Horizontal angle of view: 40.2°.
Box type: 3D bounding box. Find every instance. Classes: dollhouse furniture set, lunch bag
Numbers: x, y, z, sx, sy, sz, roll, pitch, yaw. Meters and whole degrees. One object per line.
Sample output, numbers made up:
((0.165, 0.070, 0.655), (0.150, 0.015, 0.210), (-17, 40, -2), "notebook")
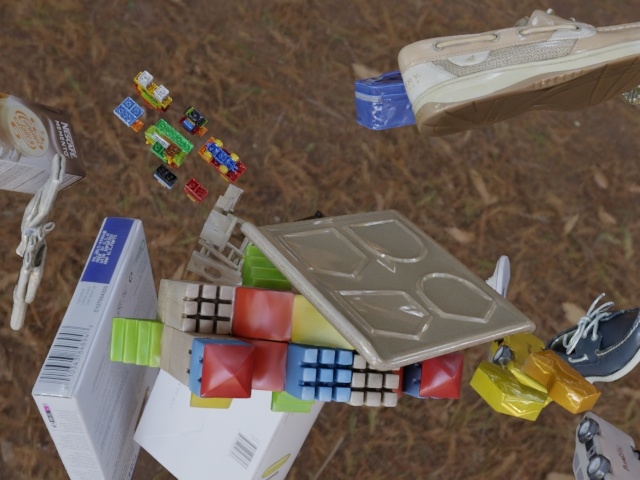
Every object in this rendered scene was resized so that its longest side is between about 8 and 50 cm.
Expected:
((-0.137, -0.034, 1.522), (0.101, 0.161, 0.182), (26, 54, -5), "dollhouse furniture set")
((0.096, -0.188, 1.146), (0.098, 0.065, 0.067), (-13, 24, -23), "lunch bag")

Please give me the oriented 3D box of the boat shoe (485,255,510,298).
((0.271, 0.071, 1.359), (0.035, 0.035, 0.100), (2, 74, 31), "boat shoe")

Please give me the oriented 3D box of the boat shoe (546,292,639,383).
((0.372, 0.131, 1.163), (0.079, 0.254, 0.095), (38, 77, 7), "boat shoe")

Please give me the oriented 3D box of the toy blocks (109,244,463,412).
((-0.006, 0.105, 0.911), (0.381, 0.261, 0.191), (6, 88, -21), "toy blocks")

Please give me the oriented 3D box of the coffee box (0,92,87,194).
((-0.535, -0.168, 1.493), (0.246, 0.098, 0.141), (7, 60, -63), "coffee box")

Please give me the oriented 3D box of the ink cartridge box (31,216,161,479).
((-0.318, 0.191, 1.326), (0.071, 0.330, 0.324), (6, 46, 4), "ink cartridge box")

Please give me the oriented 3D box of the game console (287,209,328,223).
((0.000, 0.000, 1.544), (0.107, 0.071, 0.122), (38, 9, -23), "game console")

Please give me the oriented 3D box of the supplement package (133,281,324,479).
((-0.121, 0.232, 1.280), (0.204, 0.262, 0.145), (35, 29, 20), "supplement package")

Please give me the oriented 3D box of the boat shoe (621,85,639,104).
((0.608, -0.328, 1.765), (0.045, 0.050, 0.135), (-2, 60, -51), "boat shoe")

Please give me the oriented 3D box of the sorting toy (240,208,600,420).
((0.090, 0.068, 0.801), (0.229, 0.041, 0.307), (-4, 35, -41), "sorting toy")

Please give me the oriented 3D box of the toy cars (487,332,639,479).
((0.342, 0.261, 1.258), (0.176, 0.087, 0.394), (15, 27, -41), "toy cars")

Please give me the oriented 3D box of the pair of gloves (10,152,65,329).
((-0.466, -0.002, 1.416), (0.042, 0.204, 0.240), (15, 49, -22), "pair of gloves")

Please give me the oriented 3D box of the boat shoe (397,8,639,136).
((0.258, -0.214, 1.000), (0.341, 0.122, 0.110), (-13, 73, -13), "boat shoe")

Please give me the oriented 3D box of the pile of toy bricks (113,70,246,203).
((-0.223, -0.141, 1.319), (0.212, 0.105, 0.118), (42, 73, -2), "pile of toy bricks")
